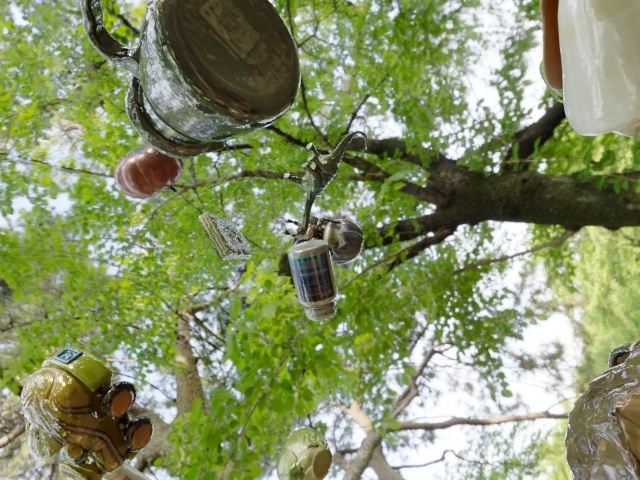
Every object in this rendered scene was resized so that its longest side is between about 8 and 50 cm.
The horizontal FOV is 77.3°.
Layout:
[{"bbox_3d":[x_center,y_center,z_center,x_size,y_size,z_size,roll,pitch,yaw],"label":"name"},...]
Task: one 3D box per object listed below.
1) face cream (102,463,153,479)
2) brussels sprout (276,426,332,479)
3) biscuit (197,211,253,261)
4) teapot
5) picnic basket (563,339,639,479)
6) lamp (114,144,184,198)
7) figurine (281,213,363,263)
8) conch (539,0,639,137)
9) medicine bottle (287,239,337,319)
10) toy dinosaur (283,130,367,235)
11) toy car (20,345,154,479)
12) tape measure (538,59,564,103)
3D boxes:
[{"bbox_3d":[-0.521,0.649,1.080,0.092,0.058,0.243,-34,-49,-23],"label":"face cream"},{"bbox_3d":[-0.035,0.524,0.957,0.117,0.155,0.155,47,-121,-20],"label":"brussels sprout"},{"bbox_3d":[-0.292,-0.007,1.281,0.150,0.052,0.252,59,-177,9],"label":"biscuit"},{"bbox_3d":[-0.225,-0.250,0.619,0.306,0.285,0.223,9,-107,-37],"label":"teapot"},{"bbox_3d":[0.486,0.269,0.513,0.338,0.337,0.292,2,-114,-48],"label":"picnic basket"},{"bbox_3d":[-0.442,-0.177,1.049,0.182,0.182,0.140,-46,-56,-35],"label":"lamp"},{"bbox_3d":[0.014,-0.006,1.381,0.197,0.265,0.174,10,-83,-79],"label":"figurine"},{"bbox_3d":[0.206,-0.151,0.300,0.176,0.094,0.104,38,-135,-16],"label":"conch"},{"bbox_3d":[-0.015,0.102,1.031,0.107,0.107,0.191,-24,-72,-44],"label":"medicine bottle"},{"bbox_3d":[-0.003,-0.192,1.123,0.147,0.077,0.362,40,-103,-38],"label":"toy dinosaur"},{"bbox_3d":[-0.419,0.313,0.692,0.142,0.201,0.247,-46,-50,-49],"label":"toy car"},{"bbox_3d":[0.626,-0.399,0.969,0.200,0.175,0.106,26,-70,-40],"label":"tape measure"}]
